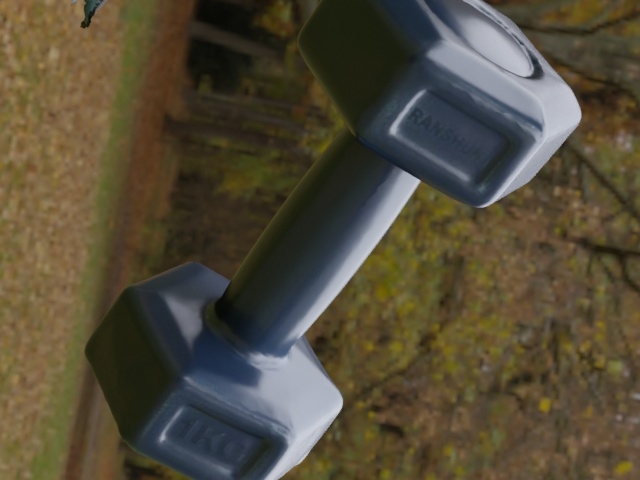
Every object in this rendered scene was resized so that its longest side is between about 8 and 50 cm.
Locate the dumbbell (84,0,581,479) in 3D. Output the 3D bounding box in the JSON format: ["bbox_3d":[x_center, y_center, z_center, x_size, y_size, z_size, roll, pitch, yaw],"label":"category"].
[{"bbox_3d":[0.000,0.000,0.768,0.316,0.143,0.156,-53,-132,25],"label":"dumbbell"}]

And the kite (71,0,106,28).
[{"bbox_3d":[-0.043,-0.170,0.343,0.011,0.314,0.335,44,30,-40],"label":"kite"}]
